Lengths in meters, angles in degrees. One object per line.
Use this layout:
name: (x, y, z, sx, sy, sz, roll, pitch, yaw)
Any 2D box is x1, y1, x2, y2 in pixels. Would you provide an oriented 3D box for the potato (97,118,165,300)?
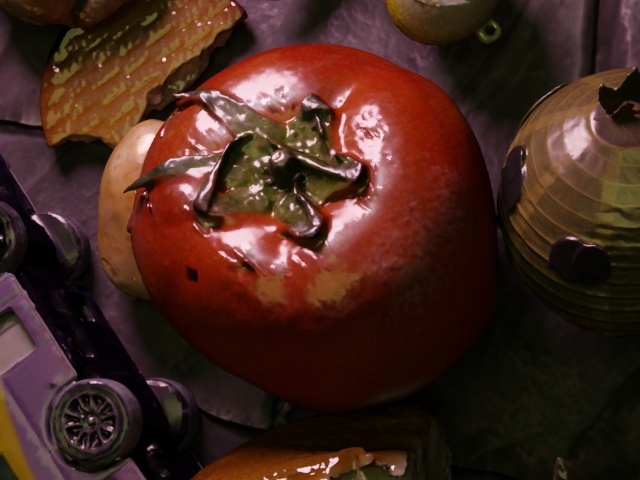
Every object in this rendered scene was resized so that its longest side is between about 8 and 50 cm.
potato: (-0.159, -0.028, 1.954, 0.119, 0.109, 0.178, 9, 92, -7)

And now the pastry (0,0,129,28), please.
pastry: (-0.257, -0.327, 2.003, 0.218, 0.100, 0.229, -25, 68, 13)

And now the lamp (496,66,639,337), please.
lamp: (0.279, -0.048, 1.757, 0.250, 0.284, 0.250, -4, 53, 5)

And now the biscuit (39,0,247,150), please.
biscuit: (-0.179, -0.180, 2.014, 0.229, 0.031, 0.176, -10, 83, 12)

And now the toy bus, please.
toy bus: (-0.317, 0.118, 1.928, 0.249, 0.209, 0.440, -36, 79, 10)

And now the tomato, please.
tomato: (0.000, 0.000, 1.814, 0.341, 0.272, 0.341, -7, 57, 12)

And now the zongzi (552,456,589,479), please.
zongzi: (0.310, 0.309, 1.674, 0.323, 0.160, 0.360, -4, 125, -11)

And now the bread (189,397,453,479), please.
bread: (-0.013, 0.280, 1.808, 0.279, 0.250, 0.224, -12, 98, 12)

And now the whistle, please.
whistle: (0.089, -0.268, 1.910, 0.223, 0.123, 0.123, 45, 96, 4)
